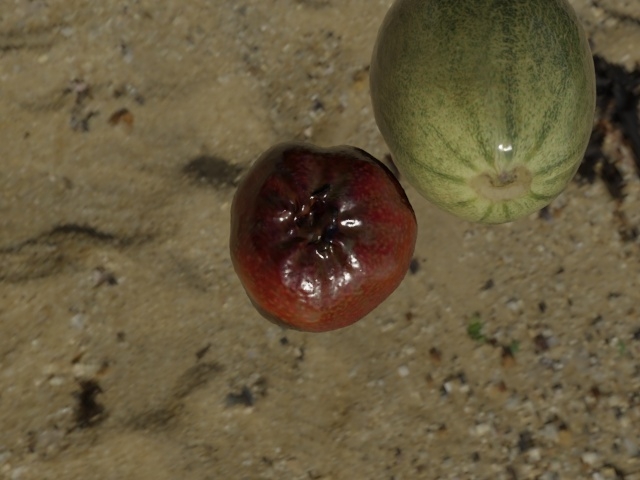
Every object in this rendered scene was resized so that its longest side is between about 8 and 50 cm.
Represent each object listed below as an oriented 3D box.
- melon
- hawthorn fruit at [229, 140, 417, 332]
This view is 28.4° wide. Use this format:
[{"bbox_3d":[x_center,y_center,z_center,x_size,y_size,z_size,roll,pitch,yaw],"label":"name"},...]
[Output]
[{"bbox_3d":[0.175,-0.161,1.360,0.248,0.248,0.329,22,36,-23],"label":"melon"},{"bbox_3d":[0.000,0.000,1.085,0.169,0.188,0.169,-1,78,2],"label":"hawthorn fruit"}]
